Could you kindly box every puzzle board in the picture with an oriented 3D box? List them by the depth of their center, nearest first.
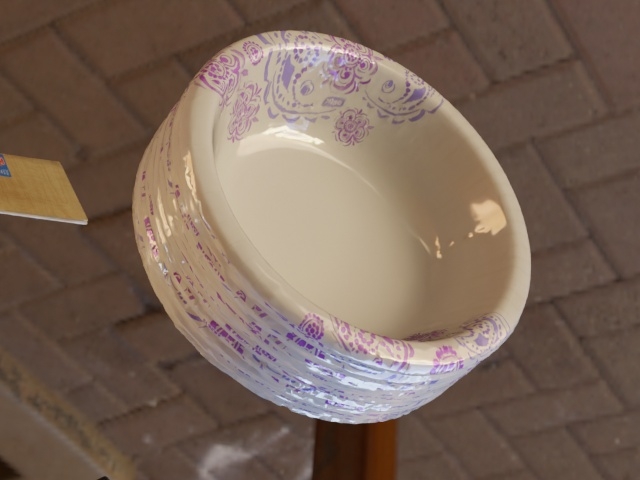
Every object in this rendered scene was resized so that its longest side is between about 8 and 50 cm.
[{"bbox_3d":[-0.306,-0.055,1.388,0.096,0.128,0.011,7,118,-30],"label":"puzzle board"}]

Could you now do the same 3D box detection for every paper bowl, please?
[{"bbox_3d":[0.000,0.000,0.961,0.284,0.284,0.148,24,135,-19],"label":"paper bowl"}]

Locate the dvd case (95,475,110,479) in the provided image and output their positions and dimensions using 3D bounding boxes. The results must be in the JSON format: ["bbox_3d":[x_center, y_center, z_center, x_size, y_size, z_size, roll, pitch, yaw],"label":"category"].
[{"bbox_3d":[-0.337,0.470,1.980,0.180,0.022,0.253,-27,126,3],"label":"dvd case"}]
